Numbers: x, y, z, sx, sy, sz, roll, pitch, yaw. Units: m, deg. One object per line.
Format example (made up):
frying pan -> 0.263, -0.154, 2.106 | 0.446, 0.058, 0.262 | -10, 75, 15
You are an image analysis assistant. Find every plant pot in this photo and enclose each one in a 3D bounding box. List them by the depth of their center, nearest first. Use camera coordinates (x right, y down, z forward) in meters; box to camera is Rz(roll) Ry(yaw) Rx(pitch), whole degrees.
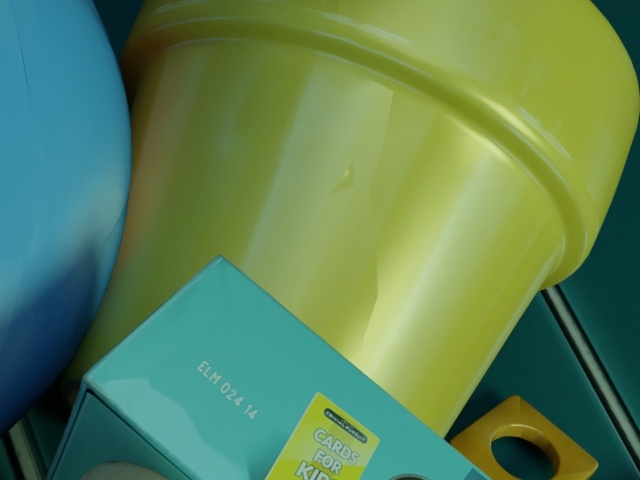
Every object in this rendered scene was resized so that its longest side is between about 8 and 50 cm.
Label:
plant pot -> 0.000, 0.000, 0.693 | 0.254, 0.254, 0.239 | 24, 68, -4

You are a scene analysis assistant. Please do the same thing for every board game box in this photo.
board game box -> 0.034, 0.197, 0.550 | 0.336, 0.253, 0.079 | 40, 51, 8

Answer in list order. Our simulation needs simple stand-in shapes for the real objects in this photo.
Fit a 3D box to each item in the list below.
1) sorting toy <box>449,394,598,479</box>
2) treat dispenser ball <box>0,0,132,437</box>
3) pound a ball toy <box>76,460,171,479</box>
sorting toy -> 0.197, 0.214, 0.722 | 0.196, 0.047, 0.347 | -15, 51, -34
treat dispenser ball -> -0.219, -0.031, 0.560 | 0.288, 0.288, 0.288 | 10, 55, -14
pound a ball toy -> -0.197, 0.161, 0.436 | 0.319, 0.208, 0.136 | -1, 24, -20
